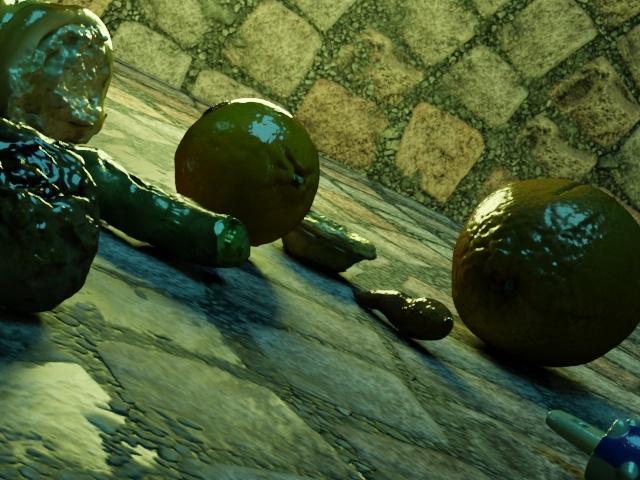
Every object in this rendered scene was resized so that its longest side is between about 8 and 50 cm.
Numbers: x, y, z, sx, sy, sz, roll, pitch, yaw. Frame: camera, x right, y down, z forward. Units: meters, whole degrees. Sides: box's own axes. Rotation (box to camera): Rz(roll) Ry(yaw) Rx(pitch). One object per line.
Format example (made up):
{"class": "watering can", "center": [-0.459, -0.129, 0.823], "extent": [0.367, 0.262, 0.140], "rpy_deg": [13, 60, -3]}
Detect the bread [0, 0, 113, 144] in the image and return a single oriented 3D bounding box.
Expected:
{"class": "bread", "center": [-0.466, -0.293, 2.054], "extent": [0.270, 0.211, 0.316], "rpy_deg": [29, 6, 22]}

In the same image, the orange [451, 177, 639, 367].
{"class": "orange", "center": [0.374, 0.053, 2.171], "extent": [0.322, 0.322, 0.357], "rpy_deg": [30, 17, 22]}

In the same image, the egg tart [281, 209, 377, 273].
{"class": "egg tart", "center": [0.000, 0.000, 2.144], "extent": [0.191, 0.074, 0.191], "rpy_deg": [25, 8, -4]}

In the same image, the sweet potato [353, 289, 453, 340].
{"class": "sweet potato", "center": [0.129, 0.109, 1.941], "extent": [0.068, 0.068, 0.226], "rpy_deg": [20, -3, -38]}

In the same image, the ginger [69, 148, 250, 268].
{"class": "ginger", "center": [-0.222, -0.039, 1.703], "extent": [0.290, 0.089, 0.137], "rpy_deg": [21, 21, 6]}

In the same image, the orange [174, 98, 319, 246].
{"class": "orange", "center": [-0.105, -0.096, 1.923], "extent": [0.219, 0.219, 0.193], "rpy_deg": [22, 1, -27]}

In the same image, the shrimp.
{"class": "shrimp", "center": [-0.375, -0.130, 1.783], "extent": [0.143, 0.052, 0.251], "rpy_deg": [7, 2, 28]}

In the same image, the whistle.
{"class": "whistle", "center": [0.378, 0.271, 1.599], "extent": [0.244, 0.092, 0.110], "rpy_deg": [34, 16, 33]}

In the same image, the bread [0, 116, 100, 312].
{"class": "bread", "center": [-0.301, -0.036, 1.224], "extent": [0.230, 0.123, 0.230], "rpy_deg": [31, 17, -10]}
